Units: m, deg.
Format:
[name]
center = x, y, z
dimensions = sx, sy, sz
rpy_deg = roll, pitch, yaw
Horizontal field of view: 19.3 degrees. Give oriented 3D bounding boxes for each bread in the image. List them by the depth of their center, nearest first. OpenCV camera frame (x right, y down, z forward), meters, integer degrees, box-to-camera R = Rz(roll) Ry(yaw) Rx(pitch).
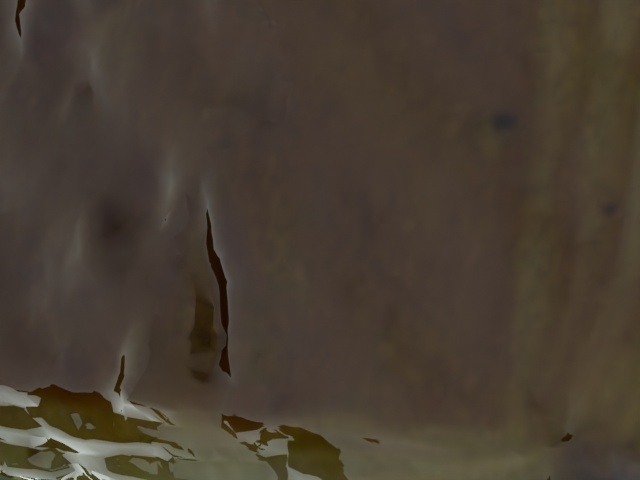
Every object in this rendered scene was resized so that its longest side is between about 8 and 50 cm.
[bread]
center = 0.020, -0.052, 0.515
dimensions = 0.324, 0.167, 0.278
rpy_deg = -2, 78, 34
